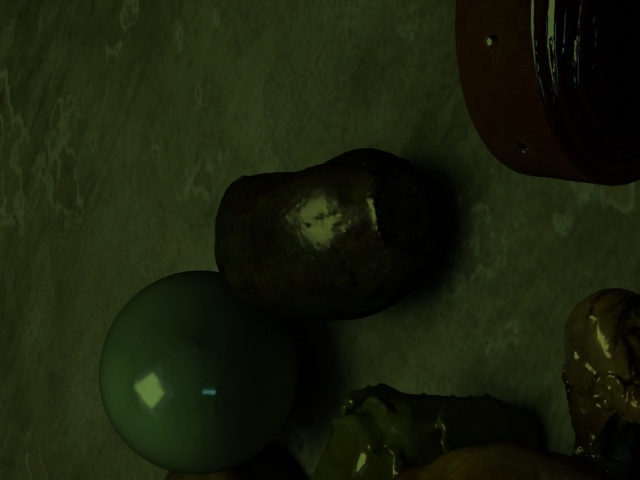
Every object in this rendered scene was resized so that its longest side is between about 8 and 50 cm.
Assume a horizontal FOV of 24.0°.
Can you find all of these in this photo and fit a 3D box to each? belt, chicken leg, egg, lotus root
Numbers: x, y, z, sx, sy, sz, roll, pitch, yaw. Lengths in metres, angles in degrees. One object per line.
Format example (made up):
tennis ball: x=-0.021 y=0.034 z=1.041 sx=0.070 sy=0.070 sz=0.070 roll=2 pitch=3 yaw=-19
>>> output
belt: x=0.193 y=-0.169 z=1.041 sx=0.105 sy=0.184 sz=0.261 roll=9 pitch=89 yaw=58
chicken leg: x=0.219 y=0.133 z=1.113 sx=0.101 sy=0.085 sz=0.208 roll=29 pitch=125 yaw=40
egg: x=-0.123 y=0.132 z=1.537 sx=0.283 sy=0.203 sz=0.203 roll=-65 pitch=-19 yaw=-79
lotus root: x=0.000 y=0.000 z=1.397 sx=0.275 sy=0.160 sz=0.152 roll=-19 pitch=64 yaw=58

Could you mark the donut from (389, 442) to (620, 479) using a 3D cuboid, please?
donut: x=0.155 y=0.294 z=1.037 sx=0.299 sy=0.150 sz=0.317 roll=-16 pitch=81 yaw=25

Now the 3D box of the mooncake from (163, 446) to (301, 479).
mooncake: x=-0.094 y=0.328 z=1.611 sx=0.235 sy=0.117 sz=0.235 roll=0 pitch=90 yaw=62

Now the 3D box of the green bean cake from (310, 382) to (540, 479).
green bean cake: x=0.039 y=0.270 z=1.297 sx=0.310 sy=0.202 sz=0.285 roll=-19 pitch=73 yaw=58
